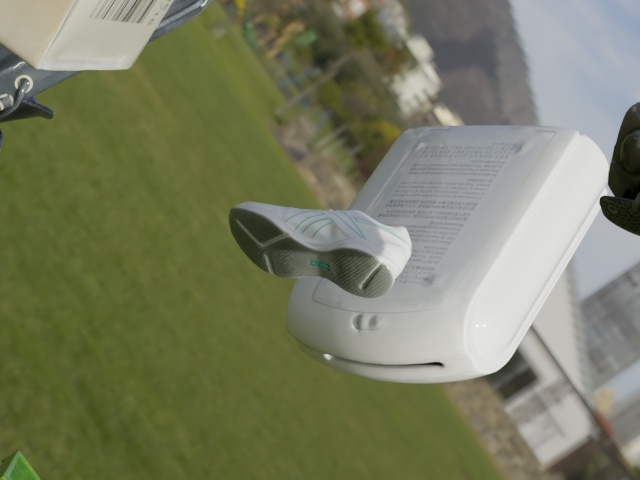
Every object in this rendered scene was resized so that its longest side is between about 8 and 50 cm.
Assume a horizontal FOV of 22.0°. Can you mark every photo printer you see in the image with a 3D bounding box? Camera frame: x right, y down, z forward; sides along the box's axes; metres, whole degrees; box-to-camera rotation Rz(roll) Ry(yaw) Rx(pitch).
[{"bbox_3d":[0.123,0.016,1.674,0.256,0.307,0.107,3,-44,42],"label":"photo printer"}]

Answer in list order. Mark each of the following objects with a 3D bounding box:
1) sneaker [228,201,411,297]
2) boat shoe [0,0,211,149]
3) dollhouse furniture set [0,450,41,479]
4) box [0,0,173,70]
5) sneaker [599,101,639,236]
[{"bbox_3d":[0.000,0.000,1.275,0.152,0.061,0.053,18,-51,23],"label":"sneaker"},{"bbox_3d":[-0.304,-0.159,1.437,0.187,0.500,0.156,47,-13,47],"label":"boat shoe"},{"bbox_3d":[-0.275,0.211,1.187,0.076,0.152,0.058,54,6,-6],"label":"dollhouse furniture set"},{"bbox_3d":[-0.216,-0.227,0.888,0.311,0.121,0.148,36,13,9],"label":"box"},{"bbox_3d":[0.215,-0.020,0.891,0.130,0.087,0.227,29,5,5],"label":"sneaker"}]
